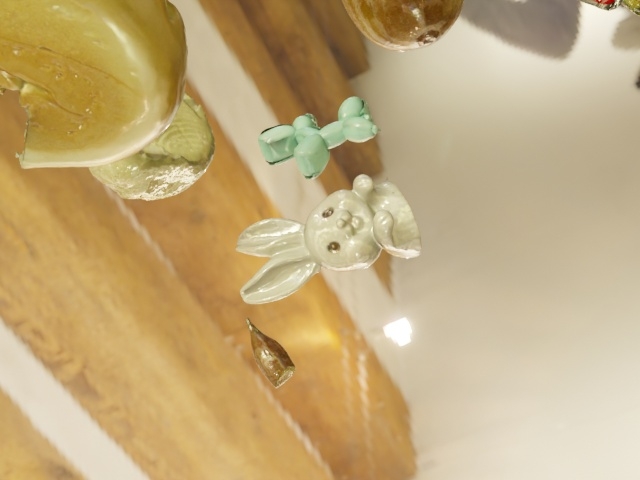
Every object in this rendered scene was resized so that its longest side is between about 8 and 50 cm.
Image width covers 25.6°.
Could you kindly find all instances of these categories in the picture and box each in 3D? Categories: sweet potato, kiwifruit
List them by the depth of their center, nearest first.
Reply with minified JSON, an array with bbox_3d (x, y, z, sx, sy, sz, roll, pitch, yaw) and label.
[{"bbox_3d":[-0.080,0.162,2.091,0.117,0.049,0.049,56,-168,19],"label":"sweet potato"},{"bbox_3d":[0.129,-0.413,2.249,0.234,0.196,0.196,63,-166,19],"label":"kiwifruit"}]

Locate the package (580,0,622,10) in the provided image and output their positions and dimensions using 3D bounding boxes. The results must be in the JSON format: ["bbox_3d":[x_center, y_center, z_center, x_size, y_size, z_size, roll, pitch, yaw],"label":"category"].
[{"bbox_3d":[0.332,-0.433,1.911,0.269,0.194,0.071,27,-178,21],"label":"package"}]

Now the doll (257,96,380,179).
[{"bbox_3d":[0.008,-0.154,2.040,0.158,0.159,0.059,-41,-55,-29],"label":"doll"}]

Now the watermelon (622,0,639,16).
[{"bbox_3d":[0.525,-0.436,2.101,0.127,0.232,0.204,-119,8,-69],"label":"watermelon"}]

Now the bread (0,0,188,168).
[{"bbox_3d":[-0.305,-0.231,1.583,0.333,0.333,0.160,54,-152,-35],"label":"bread"}]

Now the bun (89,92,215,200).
[{"bbox_3d":[-0.301,-0.166,2.236,0.259,0.152,0.259,28,-148,-19],"label":"bun"}]

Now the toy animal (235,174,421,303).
[{"bbox_3d":[0.002,-0.002,1.685,0.131,0.221,0.103,102,150,-73],"label":"toy animal"}]
